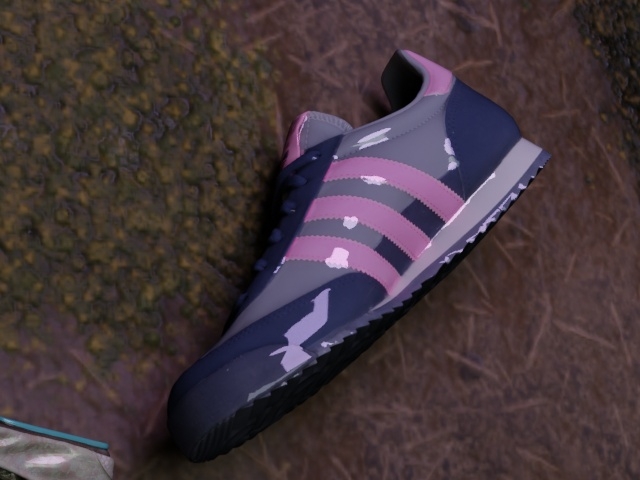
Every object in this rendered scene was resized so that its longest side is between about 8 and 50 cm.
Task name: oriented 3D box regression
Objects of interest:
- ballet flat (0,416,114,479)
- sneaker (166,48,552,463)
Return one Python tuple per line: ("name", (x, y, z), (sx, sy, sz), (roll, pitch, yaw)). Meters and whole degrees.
("ballet flat", (-0.179, 0.105, 0.705), (0.168, 0.057, 0.052), (23, 74, -26))
("sneaker", (0.000, 0.000, 0.840), (0.131, 0.112, 0.319), (46, 52, 6))
